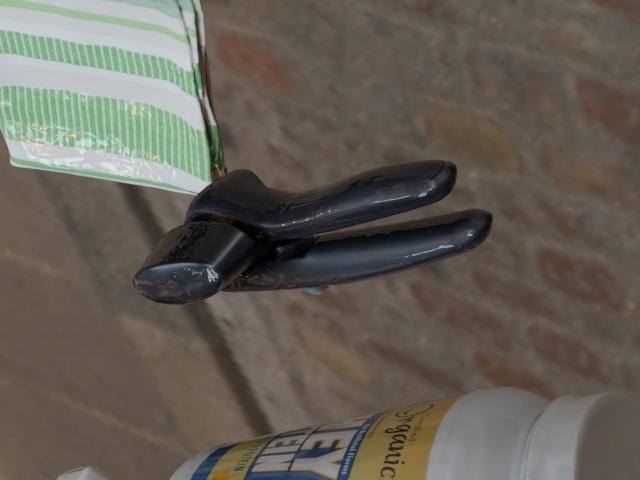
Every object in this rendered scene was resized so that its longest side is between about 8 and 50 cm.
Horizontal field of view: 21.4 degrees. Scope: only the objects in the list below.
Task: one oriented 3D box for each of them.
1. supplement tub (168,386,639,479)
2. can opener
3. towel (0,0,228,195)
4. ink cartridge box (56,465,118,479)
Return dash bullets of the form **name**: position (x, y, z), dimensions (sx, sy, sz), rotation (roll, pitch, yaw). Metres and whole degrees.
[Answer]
- **supplement tub**: position (0.041, 0.141, 0.706), dimensions (0.200, 0.144, 0.144), rotation (-15, 124, 29)
- **can opener**: position (0.000, 0.000, 0.713), dimensions (0.186, 0.073, 0.059), rotation (-9, 134, 45)
- **towel**: position (-0.219, -0.158, 1.621), dimensions (0.248, 0.038, 0.325), rotation (10, 148, 10)
- **ink cartridge box**: position (-0.118, 0.279, 1.179), dimensions (0.218, 0.158, 0.092), rotation (34, 159, -13)
